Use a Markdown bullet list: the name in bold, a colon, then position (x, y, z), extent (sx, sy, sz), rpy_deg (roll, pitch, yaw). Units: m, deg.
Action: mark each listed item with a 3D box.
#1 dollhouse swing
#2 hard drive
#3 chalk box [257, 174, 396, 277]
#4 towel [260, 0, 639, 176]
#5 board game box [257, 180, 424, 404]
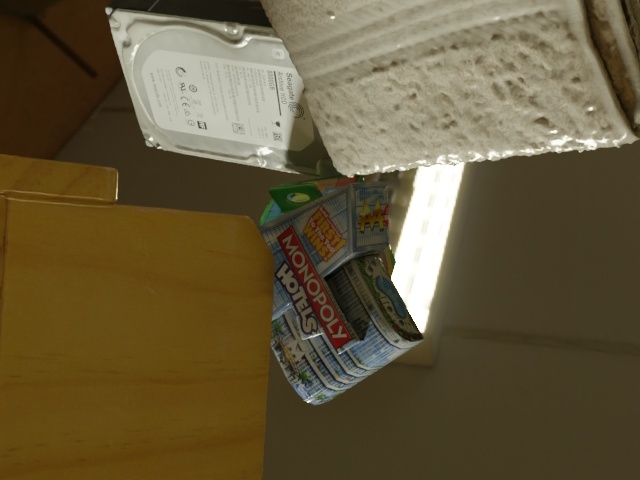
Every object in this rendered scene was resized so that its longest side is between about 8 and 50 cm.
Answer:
- **dollhouse swing**: position (-0.253, 0.111, 0.763), extent (0.315, 0.347, 0.305), rpy_deg (3, 180, 26)
- **hard drive**: position (-0.102, -0.203, 1.132), extent (0.338, 0.237, 0.064), rpy_deg (11, -132, 16)
- **chalk box**: position (0.000, 0.000, 1.138), extent (0.132, 0.213, 0.132), rpy_deg (-4, -140, 25)
- **towel**: position (0.073, -0.136, 0.565), extent (0.049, 0.187, 0.282), rpy_deg (-37, -159, -36)
- **board game box**: position (0.008, 0.038, 0.831), extent (0.060, 0.194, 0.194), rpy_deg (-8, -116, -49)
